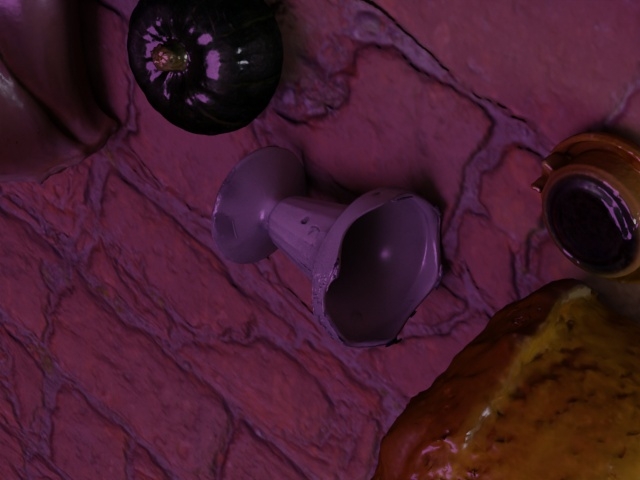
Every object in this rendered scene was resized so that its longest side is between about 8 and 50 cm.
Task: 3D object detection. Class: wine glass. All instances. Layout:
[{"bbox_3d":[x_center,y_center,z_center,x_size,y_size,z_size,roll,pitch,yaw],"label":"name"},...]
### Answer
[{"bbox_3d":[0.000,0.000,1.697,0.196,0.165,0.165,25,136,37],"label":"wine glass"}]

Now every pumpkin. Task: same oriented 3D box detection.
[{"bbox_3d":[-0.115,-0.184,1.696,0.167,0.125,0.167,31,145,25],"label":"pumpkin"}]

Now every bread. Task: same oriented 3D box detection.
[{"bbox_3d":[0.176,0.213,1.515,0.215,0.398,0.398,32,139,18],"label":"bread"}]

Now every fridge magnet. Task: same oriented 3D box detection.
[{"bbox_3d":[0.244,-0.025,1.484,0.143,0.063,0.143,27,133,33],"label":"fridge magnet"}]

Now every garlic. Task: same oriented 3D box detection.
[{"bbox_3d":[-0.368,-0.217,1.863,0.246,0.231,0.340,39,147,23],"label":"garlic"}]
